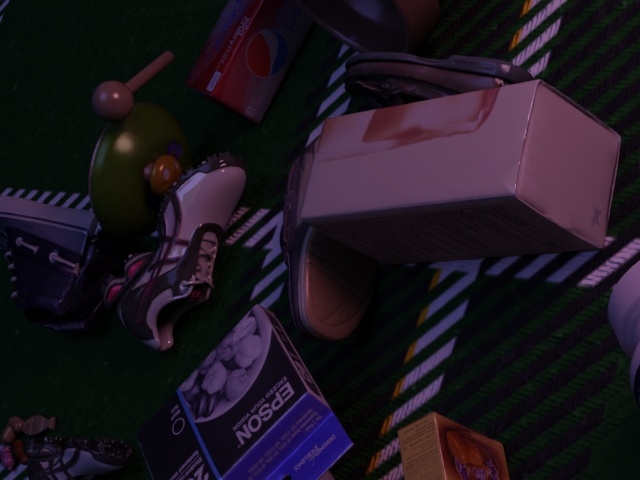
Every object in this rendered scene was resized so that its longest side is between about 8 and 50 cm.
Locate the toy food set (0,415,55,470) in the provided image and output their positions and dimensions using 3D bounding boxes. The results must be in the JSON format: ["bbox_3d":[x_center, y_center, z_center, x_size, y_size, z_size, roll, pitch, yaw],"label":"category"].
[{"bbox_3d":[-0.414,0.282,1.983,0.122,0.019,0.078,-4,65,38],"label":"toy food set"}]

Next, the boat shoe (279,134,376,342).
[{"bbox_3d":[0.000,0.000,1.638,0.092,0.103,0.285,-30,44,40],"label":"boat shoe"}]

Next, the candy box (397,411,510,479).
[{"bbox_3d":[0.135,0.263,1.318,0.053,0.109,0.186,-32,48,32],"label":"candy box"}]

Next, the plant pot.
[{"bbox_3d":[0.078,-0.381,1.686,0.229,0.263,0.263,-50,37,-13],"label":"plant pot"}]

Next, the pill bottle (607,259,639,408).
[{"bbox_3d":[0.339,0.130,1.138,0.153,0.153,0.264,-44,42,20],"label":"pill bottle"}]

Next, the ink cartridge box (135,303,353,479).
[{"bbox_3d":[-0.085,0.203,1.461,0.206,0.045,0.208,-47,42,11],"label":"ink cartridge box"}]

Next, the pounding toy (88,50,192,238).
[{"bbox_3d":[-0.204,-0.106,1.857,0.110,0.183,0.236,14,120,29],"label":"pounding toy"}]

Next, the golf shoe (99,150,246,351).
[{"bbox_3d":[-0.163,0.016,1.822,0.120,0.105,0.273,46,110,34],"label":"golf shoe"}]

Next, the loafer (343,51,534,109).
[{"bbox_3d":[0.117,-0.162,1.612,0.267,0.096,0.084,8,80,48],"label":"loafer"}]

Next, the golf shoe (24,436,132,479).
[{"bbox_3d":[-0.307,0.298,1.823,0.198,0.077,0.093,-10,75,49],"label":"golf shoe"}]

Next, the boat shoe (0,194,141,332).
[{"bbox_3d":[-0.410,0.035,2.035,0.340,0.127,0.158,5,64,48],"label":"boat shoe"}]

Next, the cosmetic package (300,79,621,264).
[{"bbox_3d":[0.140,-0.063,1.477,0.296,0.153,0.129,-4,66,45],"label":"cosmetic package"}]

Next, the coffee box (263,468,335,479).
[{"bbox_3d":[-0.105,0.356,1.515,0.297,0.119,0.168,-51,40,10],"label":"coffee box"}]

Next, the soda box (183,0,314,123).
[{"bbox_3d":[-0.070,-0.294,1.892,0.083,0.092,0.263,29,91,53],"label":"soda box"}]
